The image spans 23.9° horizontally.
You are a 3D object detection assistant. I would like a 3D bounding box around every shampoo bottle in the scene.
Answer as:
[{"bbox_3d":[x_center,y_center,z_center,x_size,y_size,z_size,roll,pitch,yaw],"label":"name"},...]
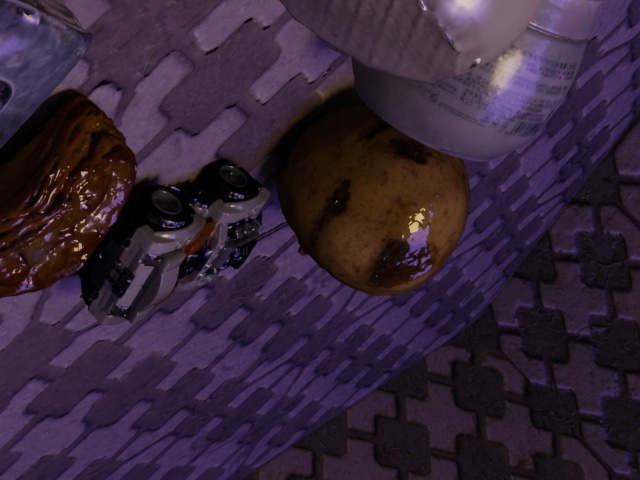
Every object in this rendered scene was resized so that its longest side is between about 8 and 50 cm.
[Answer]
[{"bbox_3d":[0.190,-0.257,1.854,0.273,0.273,0.266,-13,138,-60],"label":"shampoo bottle"}]

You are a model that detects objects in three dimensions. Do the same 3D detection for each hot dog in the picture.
[{"bbox_3d":[-0.301,-0.025,1.570,0.259,0.114,0.175,-43,164,0],"label":"hot dog"}]

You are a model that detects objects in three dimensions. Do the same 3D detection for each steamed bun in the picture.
[{"bbox_3d":[0.104,-0.329,1.460,0.309,0.309,0.309,-39,164,-13],"label":"steamed bun"}]

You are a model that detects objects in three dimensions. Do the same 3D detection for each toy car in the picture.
[{"bbox_3d":[-0.176,0.002,1.953,0.301,0.118,0.193,-22,152,-55],"label":"toy car"}]

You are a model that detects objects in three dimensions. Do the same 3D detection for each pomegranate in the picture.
[{"bbox_3d":[0.080,-0.058,2.116,0.281,0.281,0.281,-39,164,-13],"label":"pomegranate"}]

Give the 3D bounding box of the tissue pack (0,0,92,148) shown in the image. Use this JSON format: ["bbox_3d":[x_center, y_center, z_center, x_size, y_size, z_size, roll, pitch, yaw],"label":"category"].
[{"bbox_3d":[-0.380,-0.089,1.199,0.361,0.122,0.259,-44,161,14],"label":"tissue pack"}]

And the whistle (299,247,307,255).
[{"bbox_3d":[0.004,0.003,2.530,0.057,0.046,0.109,-49,177,-36],"label":"whistle"}]
